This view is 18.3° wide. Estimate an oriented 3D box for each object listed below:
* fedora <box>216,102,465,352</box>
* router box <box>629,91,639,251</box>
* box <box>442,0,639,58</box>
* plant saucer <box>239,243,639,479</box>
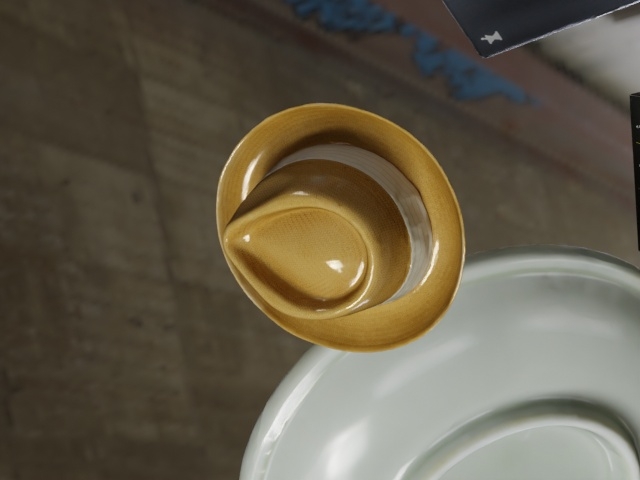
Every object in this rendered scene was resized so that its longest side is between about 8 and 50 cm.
[{"bbox_3d":[0.000,0.000,1.352,0.079,0.194,0.194,-29,-78,-57],"label":"fedora"},{"bbox_3d":[0.316,-0.044,1.541,0.046,0.179,0.133,-15,-72,-30],"label":"router box"},{"bbox_3d":[0.154,-0.377,1.749,0.296,0.183,0.294,49,-148,-42],"label":"box"},{"bbox_3d":[0.137,0.191,1.570,0.400,0.400,0.100,54,-175,-41],"label":"plant saucer"}]
